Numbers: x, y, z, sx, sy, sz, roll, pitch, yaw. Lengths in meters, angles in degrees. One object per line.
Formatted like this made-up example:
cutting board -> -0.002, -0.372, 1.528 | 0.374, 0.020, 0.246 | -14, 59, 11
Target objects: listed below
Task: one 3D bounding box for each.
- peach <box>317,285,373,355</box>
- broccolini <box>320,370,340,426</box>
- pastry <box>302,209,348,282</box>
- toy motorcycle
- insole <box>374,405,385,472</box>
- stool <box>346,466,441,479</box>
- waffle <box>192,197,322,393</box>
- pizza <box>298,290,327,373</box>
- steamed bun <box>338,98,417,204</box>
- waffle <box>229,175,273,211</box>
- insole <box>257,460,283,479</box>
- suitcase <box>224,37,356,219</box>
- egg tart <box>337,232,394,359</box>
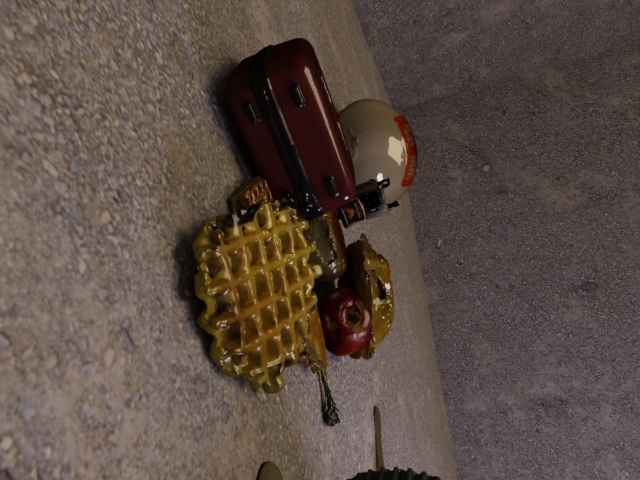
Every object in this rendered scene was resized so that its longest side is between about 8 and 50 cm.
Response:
peach -> 0.037, 0.177, 1.116 | 0.127, 0.092, 0.172 | 56, -30, 22
broccolini -> 0.008, 0.306, 1.095 | 0.035, 0.030, 0.139 | -5, 76, -38
pastry -> 0.000, 0.000, 1.155 | 0.192, 0.093, 0.182 | -77, 150, -71
toy motorcycle -> 0.098, -0.094, 1.326 | 0.263, 0.157, 0.090 | -130, -162, -82
insole -> 0.158, 0.566, 1.428 | 0.086, 0.005, 0.253 | 56, 26, -53
stool -> 0.104, 0.552, 0.767 | 0.330, 0.297, 0.297 | -44, 121, -67
waffle -> -0.081, 0.060, 0.813 | 0.311, 0.060, 0.307 | -70, 145, -43
pizza -> -0.031, 0.166, 1.013 | 0.134, 0.046, 0.174 | 20, 59, -72
steamed bun -> 0.198, -0.293, 1.798 | 0.374, 0.242, 0.374 | -13, 90, -77
waffle -> -0.103, -0.028, 0.923 | 0.102, 0.042, 0.148 | -66, 140, -62
insole -> -0.079, 0.463, 0.697 | 0.348, 0.009, 0.119 | -85, 156, -45
suitcase -> -0.047, -0.205, 1.003 | 0.236, 0.161, 0.297 | -92, 161, -59
egg tart -> 0.115, 0.128, 1.241 | 0.297, 0.132, 0.297 | 176, -90, -84
